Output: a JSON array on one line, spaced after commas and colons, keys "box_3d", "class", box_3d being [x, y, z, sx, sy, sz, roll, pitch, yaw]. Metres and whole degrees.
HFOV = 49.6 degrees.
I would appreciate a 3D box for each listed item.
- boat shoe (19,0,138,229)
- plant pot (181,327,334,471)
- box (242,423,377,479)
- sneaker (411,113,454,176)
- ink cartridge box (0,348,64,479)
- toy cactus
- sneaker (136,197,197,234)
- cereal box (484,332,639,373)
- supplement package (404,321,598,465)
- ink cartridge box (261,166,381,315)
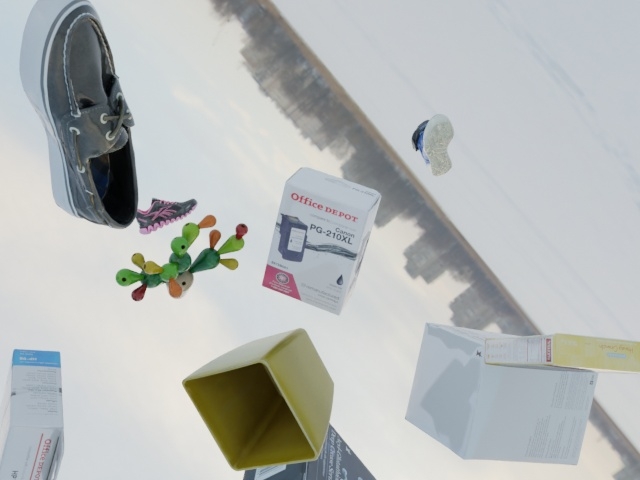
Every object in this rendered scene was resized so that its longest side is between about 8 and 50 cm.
[{"box_3d": [-0.114, -0.060, 0.353, 0.040, 0.049, 0.142, 26, 142, 9], "class": "boat shoe"}, {"box_3d": [-0.093, 0.286, 1.325, 0.212, 0.212, 0.187, 63, -147, -11], "class": "plant pot"}, {"box_3d": [-0.001, 0.681, 1.768, 0.395, 0.212, 0.293, 54, -163, -19], "class": "box"}, {"box_3d": [0.189, -0.183, 1.193, 0.085, 0.058, 0.152, 64, 180, 30], "class": "sneaker"}, {"box_3d": [-0.353, 0.227, 0.839, 0.060, 0.104, 0.180, 10, -156, -27], "class": "ink cartridge box"}, {"box_3d": [-0.223, 0.051, 1.143, 0.112, 0.219, 0.180, 52, 152, 16], "class": "toy cactus"}, {"box_3d": [-0.285, -0.057, 1.267, 0.047, 0.119, 0.057, -138, 25, -76], "class": "sneaker"}, {"box_3d": [0.363, 0.165, 1.003, 0.240, 0.173, 0.047, 132, 143, -77], "class": "cereal box"}, {"box_3d": [0.334, 0.282, 1.290, 0.262, 0.199, 0.198, 11, -178, -25], "class": "supplement package"}, {"box_3d": [0.000, 0.000, 1.345, 0.172, 0.237, 0.100, 20, -152, 11], "class": "ink cartridge box"}]
